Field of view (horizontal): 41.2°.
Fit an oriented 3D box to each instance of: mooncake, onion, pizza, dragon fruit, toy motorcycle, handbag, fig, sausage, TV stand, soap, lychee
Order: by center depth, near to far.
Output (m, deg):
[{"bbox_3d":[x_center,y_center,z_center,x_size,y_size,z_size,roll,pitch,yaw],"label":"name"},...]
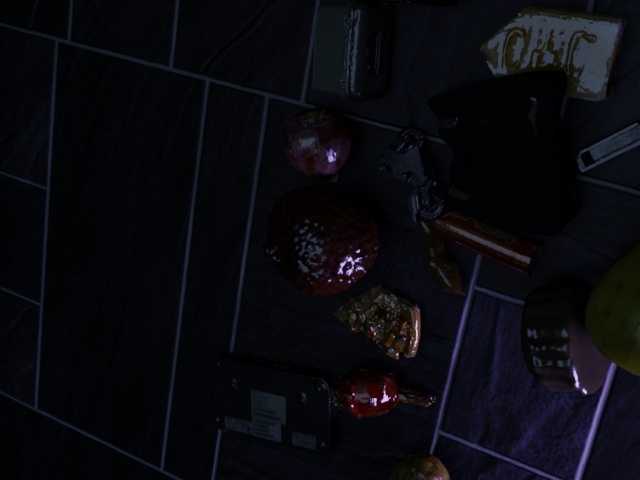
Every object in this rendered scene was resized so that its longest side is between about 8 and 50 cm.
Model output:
[{"bbox_3d":[0.654,0.104,1.576,0.258,0.258,0.326,34,104,16],"label":"fig"},{"bbox_3d":[0.610,-0.207,1.629,0.256,0.049,0.040,-28,91,30],"label":"TV stand"},{"bbox_3d":[0.443,-0.369,1.654,0.257,0.080,0.160,14,110,24],"label":"soap"},{"bbox_3d":[0.361,-0.173,1.704,0.288,0.152,0.342,9,123,40],"label":"handbag"},{"bbox_3d":[0.486,0.196,1.706,0.124,0.228,0.228,-7,100,37],"label":"mooncake"},{"bbox_3d":[0.336,-0.007,1.811,0.264,0.083,0.083,25,114,21],"label":"sausage"},{"bbox_3d":[0.193,-0.137,1.835,0.122,0.080,0.215,-24,74,30],"label":"toy motorcycle"},{"bbox_3d":[0.000,0.000,1.902,0.260,0.260,0.260,8,107,26],"label":"lychee"},{"bbox_3d":[0.001,-0.201,1.907,0.159,0.159,0.195,3,135,27],"label":"onion"},{"bbox_3d":[0.134,0.181,1.974,0.226,0.069,0.147,29,117,18],"label":"pizza"},{"bbox_3d":[0.148,0.360,1.991,0.246,0.125,0.125,2,137,13],"label":"dragon fruit"}]

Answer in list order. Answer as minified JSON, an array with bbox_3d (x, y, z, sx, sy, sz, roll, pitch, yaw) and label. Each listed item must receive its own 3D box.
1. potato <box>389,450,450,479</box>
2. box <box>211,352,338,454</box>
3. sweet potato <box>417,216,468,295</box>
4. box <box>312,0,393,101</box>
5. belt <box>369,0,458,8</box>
[{"bbox_3d":[0.233,0.569,1.997,0.137,0.137,0.176,44,140,11],"label":"potato"},{"bbox_3d":[-0.121,0.413,2.178,0.350,0.058,0.211,6,107,27],"label":"box"},{"bbox_3d":[0.251,0.032,1.877,0.068,0.068,0.226,-32,79,31],"label":"sweet potato"},{"bbox_3d":[0.067,-0.404,1.809,0.129,0.148,0.210,14,108,33],"label":"box"},{"bbox_3d":[0.147,-0.542,1.691,0.289,0.184,0.164,16,93,24],"label":"belt"}]
